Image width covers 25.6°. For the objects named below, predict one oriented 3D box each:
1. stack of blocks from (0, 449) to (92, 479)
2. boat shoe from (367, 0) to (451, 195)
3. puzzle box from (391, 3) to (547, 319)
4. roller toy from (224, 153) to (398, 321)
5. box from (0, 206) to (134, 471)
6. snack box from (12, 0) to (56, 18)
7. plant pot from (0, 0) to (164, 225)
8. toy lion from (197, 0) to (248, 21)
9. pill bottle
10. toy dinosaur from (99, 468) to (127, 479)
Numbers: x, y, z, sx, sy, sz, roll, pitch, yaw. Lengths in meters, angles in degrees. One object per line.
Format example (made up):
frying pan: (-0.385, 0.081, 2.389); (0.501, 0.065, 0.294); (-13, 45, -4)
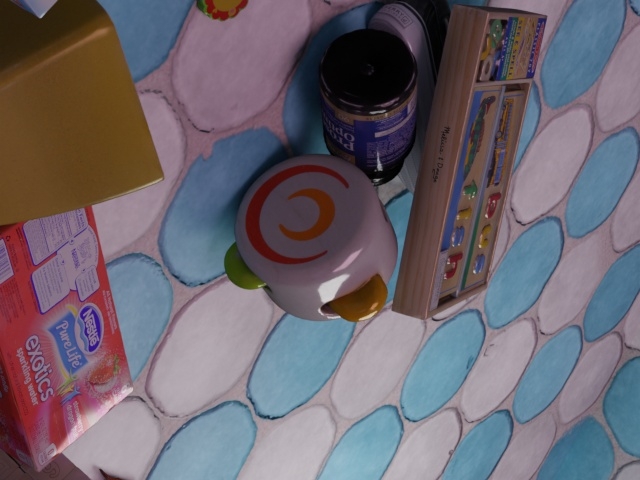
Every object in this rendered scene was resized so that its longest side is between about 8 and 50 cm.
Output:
stack of blocks: (-0.290, 0.311, 1.598); (0.087, 0.297, 0.171); (-43, 145, -16)
boat shoe: (0.153, -0.191, 1.905); (0.119, 0.121, 0.335); (-36, 141, -22)
puzzle box: (0.204, -0.110, 1.893); (0.272, 0.052, 0.408); (-19, 122, -64)
roller toy: (0.000, 0.000, 1.802); (0.146, 0.209, 0.191); (59, 45, -56)
box: (-0.312, 0.066, 1.444); (0.154, 0.142, 0.300); (-41, 140, -35)
snack box: (-0.257, -0.308, 1.066); (0.187, 0.322, 0.060); (-50, 145, -9)
plant pot: (-0.294, -0.136, 1.299); (0.187, 0.212, 0.212); (-32, 142, -16)
toy lion: (-0.103, -0.294, 1.564); (0.096, 0.034, 0.100); (-46, 147, -3)
pill bottle: (0.062, -0.161, 1.795); (0.123, 0.123, 0.219); (-44, 159, -18)
toy dinosaur: (-0.262, 0.336, 1.904); (0.082, 0.047, 0.090); (-37, 137, -59)
